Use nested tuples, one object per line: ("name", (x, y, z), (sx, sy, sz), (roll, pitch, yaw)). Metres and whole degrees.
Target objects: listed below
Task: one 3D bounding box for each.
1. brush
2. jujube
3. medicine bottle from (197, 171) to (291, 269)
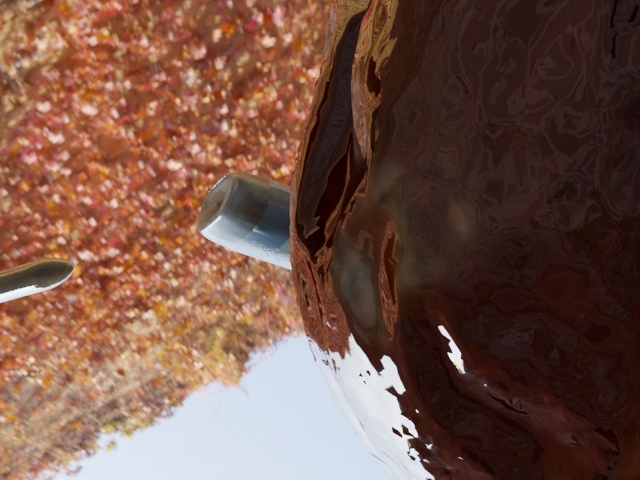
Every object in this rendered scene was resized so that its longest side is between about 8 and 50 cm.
("brush", (-0.274, 0.042, 0.795), (0.299, 0.042, 0.039), (-16, -80, 39))
("jujube", (0.128, -0.045, 0.489), (0.276, 0.276, 0.377), (11, -92, 11))
("medicine bottle", (0.000, 0.000, 0.921), (0.208, 0.090, 0.054), (20, -119, -22))
